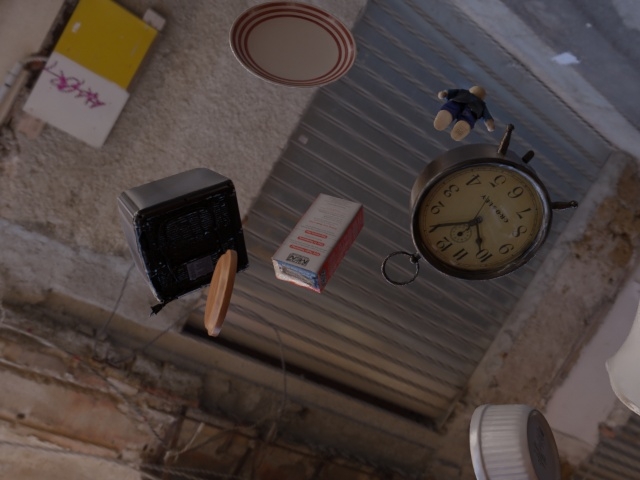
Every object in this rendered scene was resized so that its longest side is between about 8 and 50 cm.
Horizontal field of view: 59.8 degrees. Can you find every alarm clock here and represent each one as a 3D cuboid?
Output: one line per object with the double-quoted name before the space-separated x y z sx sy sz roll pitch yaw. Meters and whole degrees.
"alarm clock" 0.137 -0.017 0.548 0.129 0.192 0.064 44 -158 -18

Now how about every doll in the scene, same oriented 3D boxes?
"doll" 0.281 -0.250 1.068 0.129 0.046 0.189 33 -138 6

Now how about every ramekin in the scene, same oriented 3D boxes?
"ramekin" 0.395 0.427 1.113 0.109 0.207 0.207 -22 144 35

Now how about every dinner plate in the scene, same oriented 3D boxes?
"dinner plate" -0.030 -0.215 0.616 0.141 0.141 0.017 31 150 10

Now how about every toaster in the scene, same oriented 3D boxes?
"toaster" -0.218 -0.006 0.872 0.185 0.168 0.110 -24 -146 -26

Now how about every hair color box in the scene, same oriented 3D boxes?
"hair color box" 0.000 0.000 0.767 0.072 0.141 0.043 18 139 23

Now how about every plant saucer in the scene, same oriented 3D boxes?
"plant saucer" -0.096 0.049 0.530 0.013 0.084 0.083 14 -171 -15

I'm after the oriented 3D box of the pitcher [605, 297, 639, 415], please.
"pitcher" 0.210 0.006 0.253 0.125 0.207 0.177 29 -166 29
